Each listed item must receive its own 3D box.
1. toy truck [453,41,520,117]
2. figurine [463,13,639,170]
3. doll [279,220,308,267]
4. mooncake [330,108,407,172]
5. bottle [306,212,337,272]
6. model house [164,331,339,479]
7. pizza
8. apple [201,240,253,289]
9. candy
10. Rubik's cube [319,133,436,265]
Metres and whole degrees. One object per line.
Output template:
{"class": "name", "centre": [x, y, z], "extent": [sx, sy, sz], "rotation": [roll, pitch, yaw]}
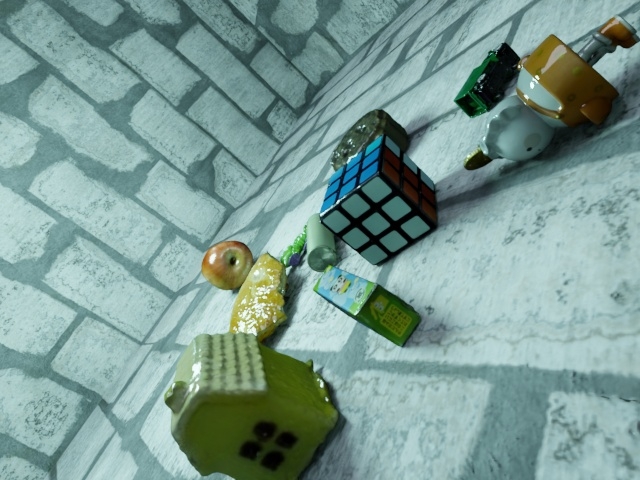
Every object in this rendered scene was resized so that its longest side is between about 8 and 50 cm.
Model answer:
{"class": "toy truck", "centre": [0.362, -0.344, 0.899], "extent": [0.147, 0.065, 0.079], "rotation": [-56, 17, -12]}
{"class": "figurine", "centre": [0.324, -0.204, 0.627], "extent": [0.271, 0.143, 0.143], "rotation": [-30, 28, 42]}
{"class": "doll", "centre": [-0.059, 0.009, 1.210], "extent": [0.190, 0.050, 0.115], "rotation": [-52, 26, -10]}
{"class": "mooncake", "centre": [0.127, -0.247, 1.154], "extent": [0.228, 0.124, 0.228], "rotation": [-42, 22, 22]}
{"class": "bottle", "centre": [0.000, 0.000, 1.061], "extent": [0.072, 0.072, 0.202], "rotation": [-44, 20, 18]}
{"class": "model house", "centre": [-0.118, 0.239, 0.645], "extent": [0.175, 0.234, 0.193], "rotation": [-50, 21, 2]}
{"class": "pizza", "centre": [-0.149, 0.164, 1.060], "extent": [0.182, 0.074, 0.366], "rotation": [-24, 37, 23]}
{"class": "apple", "centre": [-0.329, 0.092, 1.486], "extent": [0.199, 0.199, 0.199], "rotation": [-43, 21, 21]}
{"class": "candy", "centre": [0.068, 0.101, 0.694], "extent": [0.062, 0.097, 0.194], "rotation": [-56, 19, -7]}
{"class": "Rubik's cube", "centre": [0.113, -0.079, 0.820], "extent": [0.162, 0.163, 0.161], "rotation": [-39, 23, 35]}
